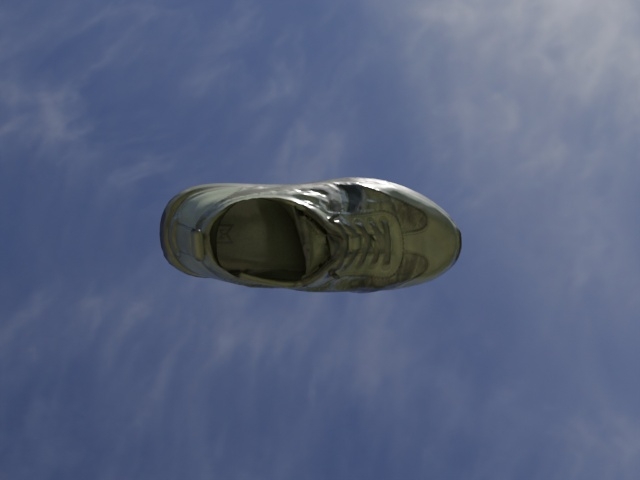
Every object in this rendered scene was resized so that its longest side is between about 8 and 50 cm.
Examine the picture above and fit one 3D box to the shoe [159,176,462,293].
[{"bbox_3d":[0.000,0.000,1.022,0.275,0.098,0.103,-2,-82,-16],"label":"shoe"}]
